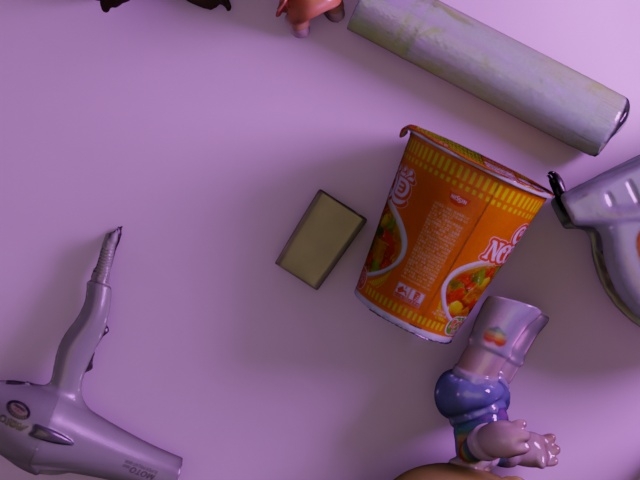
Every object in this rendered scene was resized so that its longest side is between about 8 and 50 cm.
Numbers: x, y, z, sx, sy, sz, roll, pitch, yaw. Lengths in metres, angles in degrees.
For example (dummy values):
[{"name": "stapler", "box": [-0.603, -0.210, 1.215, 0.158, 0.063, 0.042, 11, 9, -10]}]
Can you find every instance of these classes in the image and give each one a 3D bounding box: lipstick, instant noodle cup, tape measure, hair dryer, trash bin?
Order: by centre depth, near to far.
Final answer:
[{"name": "instant noodle cup", "box": [0.123, -0.002, 1.288, 0.168, 0.168, 0.185, 26, 99, 0]}, {"name": "tape measure", "box": [0.390, -0.008, 1.291, 0.243, 0.125, 0.246, -25, 89, 4]}, {"name": "lipstick", "box": [0.176, -0.183, 1.313, 0.304, 0.076, 0.076, 27, 92, 0]}, {"name": "trash bin", "box": [0.000, 0.000, 1.337, 0.061, 0.043, 0.092, 33, 93, 0]}, {"name": "hair dryer", "box": [-0.213, 0.154, 1.339, 0.229, 0.092, 0.267, 40, 82, -8]}]

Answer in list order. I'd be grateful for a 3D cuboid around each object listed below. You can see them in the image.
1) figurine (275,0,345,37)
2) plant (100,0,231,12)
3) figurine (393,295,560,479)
[{"name": "figurine", "box": [-0.031, -0.317, 1.299, 0.112, 0.102, 0.195, -28, 90, -8]}, {"name": "plant", "box": [-0.212, -0.336, 1.265, 0.178, 0.204, 0.233, 7, 108, 39]}, {"name": "figurine", "box": [0.140, 0.248, 1.305, 0.205, 0.224, 0.381, 14, 67, 22]}]
